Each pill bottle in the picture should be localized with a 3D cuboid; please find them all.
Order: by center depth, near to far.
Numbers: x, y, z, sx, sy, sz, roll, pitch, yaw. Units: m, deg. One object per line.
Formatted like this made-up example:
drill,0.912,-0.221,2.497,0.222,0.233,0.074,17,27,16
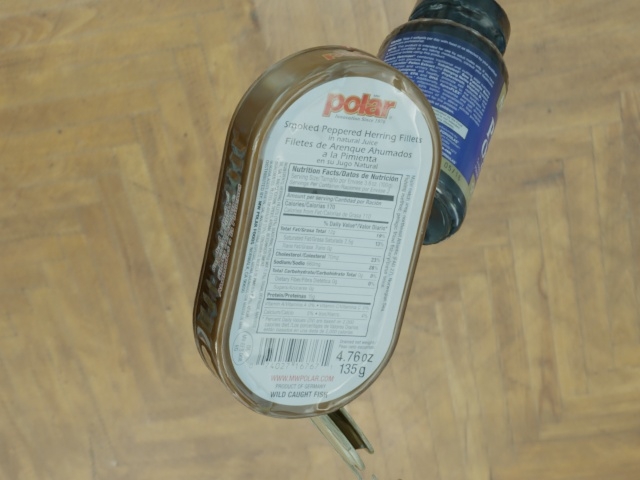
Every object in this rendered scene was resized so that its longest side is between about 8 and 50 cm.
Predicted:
pill bottle,0.095,-0.115,0.984,0.123,0.219,0.123,17,151,10

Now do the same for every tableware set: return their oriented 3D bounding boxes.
tableware set,0.054,0.192,0.952,0.039,0.194,0.128,-38,157,-10

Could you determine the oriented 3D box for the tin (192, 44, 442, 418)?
tin,0.000,0.000,0.556,0.106,0.040,0.189,3,108,-29
